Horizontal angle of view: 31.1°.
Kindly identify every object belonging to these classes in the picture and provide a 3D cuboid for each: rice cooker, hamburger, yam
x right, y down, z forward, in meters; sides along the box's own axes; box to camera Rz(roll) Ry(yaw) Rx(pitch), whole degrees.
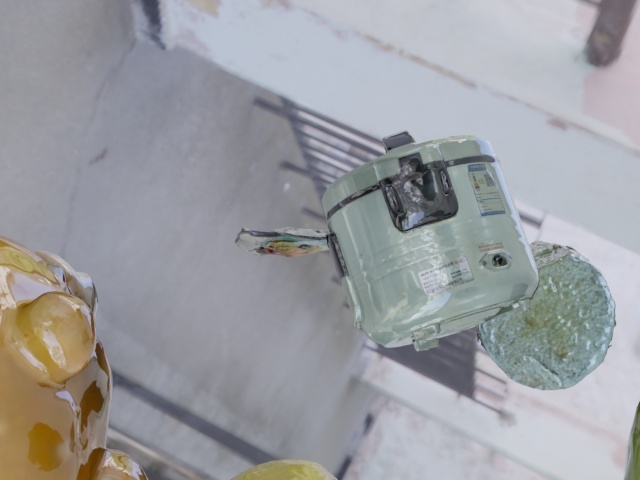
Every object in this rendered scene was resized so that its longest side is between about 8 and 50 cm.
[{"bbox_3d":[0.119,-0.006,1.312,0.226,0.226,0.244,35,39,-76],"label":"rice cooker"},{"bbox_3d":[-0.250,0.109,0.781,0.276,0.237,0.276,168,-90,-89],"label":"hamburger"},{"bbox_3d":[0.319,0.108,1.706,0.202,0.201,0.271,-24,-169,3],"label":"yam"}]

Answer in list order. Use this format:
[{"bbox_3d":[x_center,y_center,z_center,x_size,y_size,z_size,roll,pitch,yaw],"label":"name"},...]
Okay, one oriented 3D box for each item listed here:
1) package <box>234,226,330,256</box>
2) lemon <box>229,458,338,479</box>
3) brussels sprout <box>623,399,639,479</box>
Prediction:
[{"bbox_3d":[0.000,0.000,1.500,0.166,0.232,0.040,149,-60,-77],"label":"package"},{"bbox_3d":[-0.050,0.487,1.659,0.348,0.348,0.348,-58,165,-25],"label":"lemon"},{"bbox_3d":[0.341,0.195,0.761,0.247,0.328,0.328,-40,173,16],"label":"brussels sprout"}]
